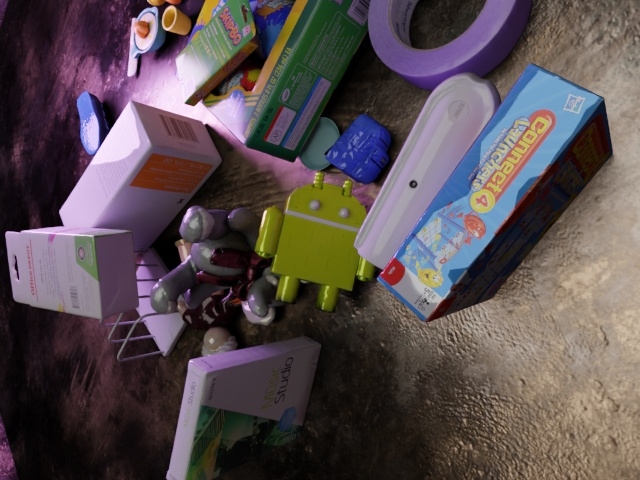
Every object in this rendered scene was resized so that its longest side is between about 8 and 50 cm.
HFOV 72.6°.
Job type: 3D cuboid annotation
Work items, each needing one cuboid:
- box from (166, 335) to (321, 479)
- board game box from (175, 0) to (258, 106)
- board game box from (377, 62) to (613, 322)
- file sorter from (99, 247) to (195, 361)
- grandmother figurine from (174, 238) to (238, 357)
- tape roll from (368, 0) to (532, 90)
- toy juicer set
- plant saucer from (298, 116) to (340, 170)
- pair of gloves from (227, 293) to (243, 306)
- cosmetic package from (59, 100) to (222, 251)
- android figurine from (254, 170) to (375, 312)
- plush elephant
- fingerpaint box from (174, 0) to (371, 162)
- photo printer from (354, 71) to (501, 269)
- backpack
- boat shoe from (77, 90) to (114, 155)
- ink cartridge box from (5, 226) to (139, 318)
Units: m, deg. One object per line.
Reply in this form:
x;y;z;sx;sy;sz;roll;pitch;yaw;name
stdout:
-0.137;0.330;0.879;0.058;0.321;0.233;18;100;38;box
-0.223;-0.410;0.936;0.259;0.039;0.124;-25;73;40;board game box
0.260;-0.042;0.613;0.086;0.308;0.302;43;113;28;board game box
-0.536;0.180;1.268;0.278;0.173;0.193;46;113;29;file sorter
-0.295;0.154;1.136;0.207;0.104;0.343;-26;73;27;grandmother figurine
0.226;-0.421;0.786;0.274;0.090;0.275;-2;86;36;tape roll
-0.541;-0.681;1.353;0.328;0.089;0.210;-16;79;35;toy juicer set
0.000;-0.216;0.984;0.119;0.021;0.120;-1;88;36;plant saucer
-0.210;0.123;1.099;0.083;0.074;0.010;64;166;10;pair of gloves
-0.513;-0.151;1.228;0.453;0.230;0.162;-41;67;29;cosmetic package
0.000;0.000;0.872;0.056;0.248;0.273;163;123;-77;android figurine
-0.161;0.072;0.963;0.255;0.330;0.272;37;112;7;plush elephant
-0.106;-0.469;0.970;0.371;0.163;0.445;47;114;32;fingerpaint box
0.184;-0.111;0.709;0.107;0.256;0.308;30;106;13;photo printer
0.089;-0.181;0.876;0.101;0.098;0.120;39;98;21;backpack
-0.768;-0.405;1.515;0.108;0.089;0.259;-21;71;20;boat shoe
-0.648;0.071;1.133;0.353;0.119;0.207;4;100;25;ink cartridge box
